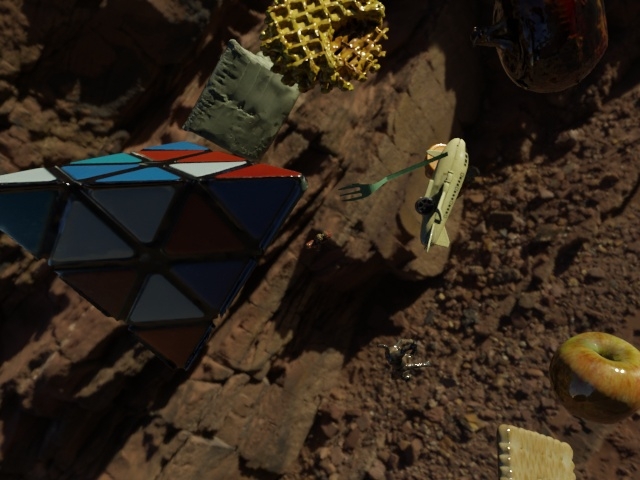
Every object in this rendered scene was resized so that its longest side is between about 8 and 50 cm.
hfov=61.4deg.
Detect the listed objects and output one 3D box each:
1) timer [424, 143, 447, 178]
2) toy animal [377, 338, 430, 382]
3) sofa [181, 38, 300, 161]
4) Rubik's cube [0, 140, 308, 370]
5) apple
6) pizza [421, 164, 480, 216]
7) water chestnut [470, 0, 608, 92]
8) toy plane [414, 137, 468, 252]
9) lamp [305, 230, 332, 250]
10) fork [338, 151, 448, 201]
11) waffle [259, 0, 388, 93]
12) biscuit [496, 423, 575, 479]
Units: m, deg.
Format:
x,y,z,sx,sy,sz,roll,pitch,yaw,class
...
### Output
x,y,z,sx,sy,sz,roll,pitch,yaw,class
0.448,-0.284,2.091,0.132,0.132,0.152,-62,2,-19,timer
0.290,0.421,1.899,0.148,0.232,0.084,-36,39,-1,toy animal
-0.170,-0.303,1.126,0.210,0.176,0.225,-55,29,20,sofa
-0.103,-0.047,0.535,0.234,0.284,0.250,-15,36,30,Rubik's cube
0.799,0.404,1.562,0.264,0.264,0.264,-36,31,27,apple
0.363,-0.128,1.539,0.199,0.062,0.188,-49,9,-10,pizza
0.520,-0.531,1.325,0.302,0.350,0.350,-15,38,10,water chestnut
0.250,-0.095,1.133,0.229,0.093,0.244,-13,-67,-81,toy plane
0.000,0.000,1.583,0.083,0.063,0.031,-40,72,26,lamp
0.149,-0.129,1.073,0.235,0.039,0.021,-22,39,-2,fork
0.006,-0.320,0.835,0.070,0.197,0.193,80,-164,-69,waffle
0.380,0.501,0.937,0.044,0.217,0.324,-26,48,47,biscuit
